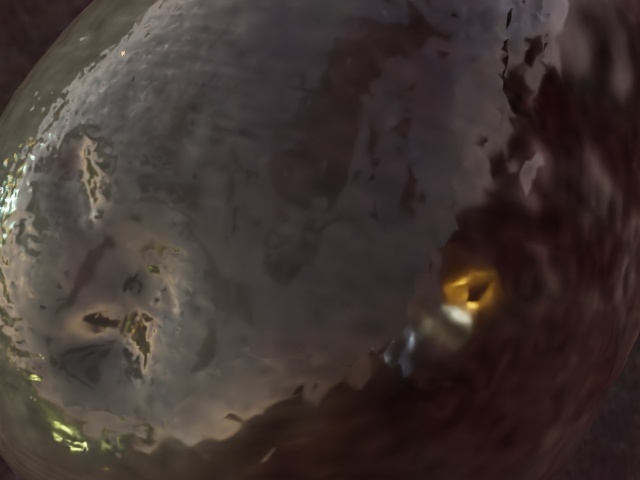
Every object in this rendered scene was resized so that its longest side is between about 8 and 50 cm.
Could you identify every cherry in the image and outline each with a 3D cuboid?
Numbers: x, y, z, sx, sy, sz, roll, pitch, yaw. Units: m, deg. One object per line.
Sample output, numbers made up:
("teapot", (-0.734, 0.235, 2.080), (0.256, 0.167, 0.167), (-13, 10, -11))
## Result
("cherry", (0.000, 0.000, 0.512), (0.183, 0.213, 0.266), (26, 98, 9))
